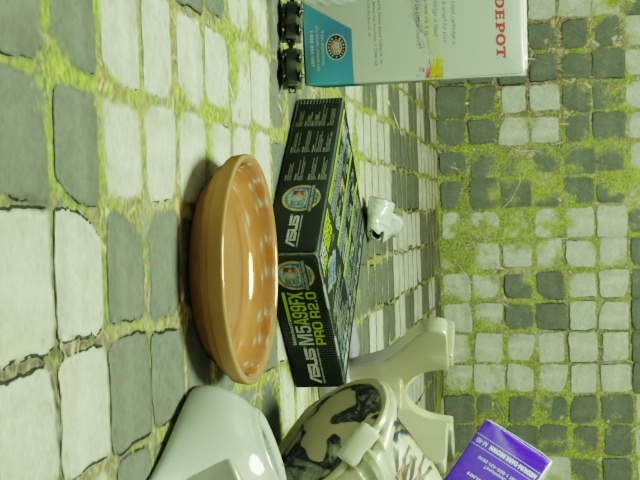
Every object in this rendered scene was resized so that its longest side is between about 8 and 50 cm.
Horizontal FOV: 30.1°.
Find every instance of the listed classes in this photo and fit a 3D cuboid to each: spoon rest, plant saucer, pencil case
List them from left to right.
[{"bbox_3d":[-0.079,0.180,0.894,0.276,0.084,0.137,51,18,-87],"label":"spoon rest"},{"bbox_3d":[-0.075,0.025,1.034,0.200,0.037,0.200,-1,90,-80],"label":"plant saucer"},{"bbox_3d":[0.105,0.334,1.250,0.160,0.183,0.410,-44,112,-25],"label":"pencil case"}]

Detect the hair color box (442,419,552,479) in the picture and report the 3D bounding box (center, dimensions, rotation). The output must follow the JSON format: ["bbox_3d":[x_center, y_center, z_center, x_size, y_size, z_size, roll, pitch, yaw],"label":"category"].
[{"bbox_3d":[0.152,0.411,1.509,0.339,0.110,0.185,-52,162,-24],"label":"hair color box"}]

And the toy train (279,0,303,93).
[{"bbox_3d":[-0.032,-0.240,1.331,0.036,0.027,0.158,89,0,-81],"label":"toy train"}]

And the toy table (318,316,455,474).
[{"bbox_3d":[0.094,0.199,1.576,0.274,0.160,0.252,77,16,-51],"label":"toy table"}]

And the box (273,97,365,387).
[{"bbox_3d":[0.000,0.000,1.375,0.270,0.060,0.216,-81,164,-45],"label":"box"}]

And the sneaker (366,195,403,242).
[{"bbox_3d":[0.098,-0.024,1.941,0.152,0.053,0.061,47,58,-70],"label":"sneaker"}]

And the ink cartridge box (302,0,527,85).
[{"bbox_3d":[0.127,-0.300,1.517,0.197,0.270,0.198,-32,120,-78],"label":"ink cartridge box"}]

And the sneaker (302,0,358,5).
[{"bbox_3d":[-0.027,-0.368,1.115,0.366,0.137,0.210,21,58,-71],"label":"sneaker"}]
